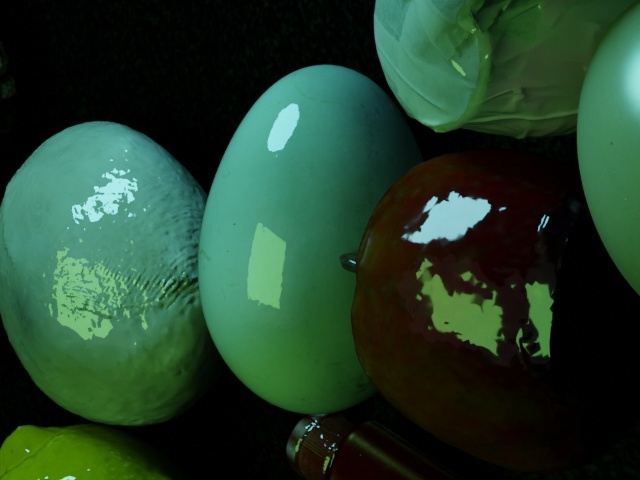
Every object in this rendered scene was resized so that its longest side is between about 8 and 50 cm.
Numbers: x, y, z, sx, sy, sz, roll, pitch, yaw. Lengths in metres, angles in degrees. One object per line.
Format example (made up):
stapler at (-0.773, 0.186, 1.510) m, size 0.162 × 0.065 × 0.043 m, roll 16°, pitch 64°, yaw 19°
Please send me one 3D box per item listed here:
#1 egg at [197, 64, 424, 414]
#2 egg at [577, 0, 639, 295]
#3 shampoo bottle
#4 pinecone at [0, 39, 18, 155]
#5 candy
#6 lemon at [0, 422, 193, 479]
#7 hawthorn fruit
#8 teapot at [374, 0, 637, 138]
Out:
egg at (0.000, 0.000, 1.477) m, size 0.183 × 0.183 × 0.264 m, roll 13°, pitch 101°, yaw 49°
egg at (0.248, -0.045, 1.155) m, size 0.186 × 0.186 × 0.242 m, roll -48°, pitch 57°, yaw 45°
shampoo bottle at (0.075, 0.211, 1.530) m, size 0.260 × 0.064 × 0.102 m, roll 31°, pitch 123°, yaw 44°
pinecone at (-0.389, -0.142, 1.941) m, size 0.204 × 0.179 × 0.184 m, roll 150°, pitch 128°, yaw -67°
candy at (-0.190, 0.032, 1.723) m, size 0.295 × 0.185 × 0.295 m, roll 25°, pitch 123°, yaw 45°
lemon at (-0.198, 0.291, 1.751) m, size 0.233 × 0.233 × 0.288 m, roll -25°, pitch 95°, yaw 51°
hawthorn fruit at (0.115, 0.044, 1.316) m, size 0.249 × 0.215 × 0.215 m, roll 11°, pitch 109°, yaw 27°
teapot at (0.140, -0.144, 1.255) m, size 0.221 × 0.178 × 0.163 m, roll -13°, pitch 93°, yaw 59°
